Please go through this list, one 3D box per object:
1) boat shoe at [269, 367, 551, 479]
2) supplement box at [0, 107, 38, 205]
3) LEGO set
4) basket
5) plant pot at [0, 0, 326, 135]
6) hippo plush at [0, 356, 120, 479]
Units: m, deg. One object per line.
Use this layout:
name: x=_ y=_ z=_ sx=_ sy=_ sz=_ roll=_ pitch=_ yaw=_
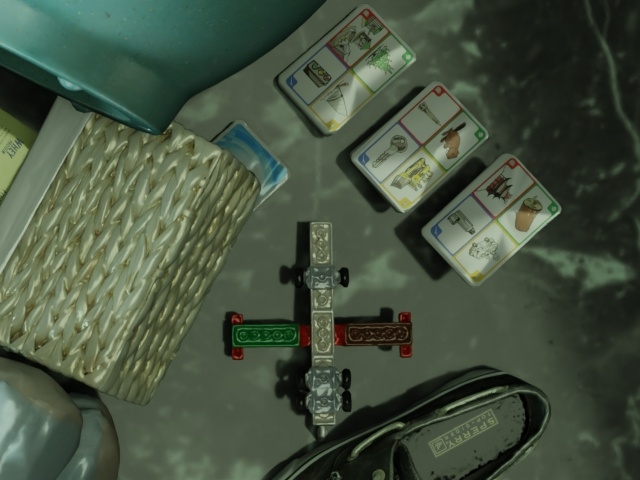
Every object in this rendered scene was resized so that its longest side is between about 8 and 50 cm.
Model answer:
boat shoe: x=0.042 y=0.148 z=1.055 sx=0.219 sy=0.070 sz=0.078 roll=-34 pitch=96 yaw=-8
supplement box: x=-0.210 y=-0.043 z=1.012 sx=0.083 sy=0.056 sz=0.083 roll=34 pitch=85 yaw=-9
LEGO set: x=0.000 y=0.000 z=1.070 sx=0.244 sy=0.060 sz=0.182 roll=-43 pitch=86 yaw=-9
basket: x=-0.119 y=0.002 z=0.986 sx=0.103 sy=0.113 sz=0.167 roll=25 pitch=85 yaw=15
plant pot: x=-0.116 y=-0.174 z=0.861 sx=0.293 sy=0.293 sz=0.196 roll=25 pitch=87 yaw=-10
hippo plush: x=-0.277 y=0.162 z=0.952 sx=0.236 sy=0.234 sz=0.294 roll=26 pitch=61 yaw=19
